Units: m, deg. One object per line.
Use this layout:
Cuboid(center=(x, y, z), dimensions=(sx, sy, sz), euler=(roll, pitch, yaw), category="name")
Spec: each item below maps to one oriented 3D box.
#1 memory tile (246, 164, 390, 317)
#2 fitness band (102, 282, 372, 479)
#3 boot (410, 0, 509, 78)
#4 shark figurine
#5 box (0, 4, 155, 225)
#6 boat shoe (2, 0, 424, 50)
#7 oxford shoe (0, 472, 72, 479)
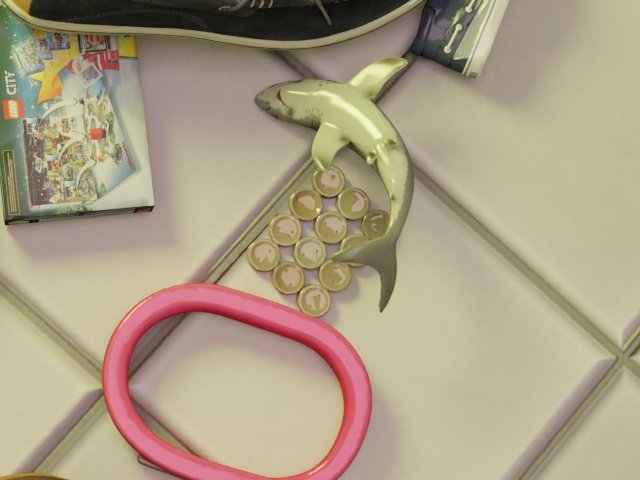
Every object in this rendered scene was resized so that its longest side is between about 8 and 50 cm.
Cuboid(center=(0.000, 0.000, 1.913), dimensions=(0.113, 0.012, 0.148), euler=(41, 78, -1), category="memory tile")
Cuboid(center=(-0.088, 0.161, 1.855), dimensions=(0.291, 0.054, 0.209), euler=(19, 79, -7), category="fitness band")
Cuboid(center=(0.169, -0.281, 1.953), dimensions=(0.086, 0.069, 0.190), euler=(21, 80, 0), category="boot")
Cuboid(center=(0.060, -0.076, 1.880), dimensions=(0.166, 0.116, 0.278), euler=(-28, 62, 4), category="shark figurine")
Cuboid(center=(-0.269, -0.140, 1.873), dimensions=(0.159, 0.044, 0.233), euler=(-5, 83, -10), category="box")
Cuboid(center=(-0.089, -0.309, 1.847), dimensions=(0.500, 0.156, 0.187), euler=(-3, 67, -18), category="boat shoe")
Cuboid(center=(-0.261, 0.284, 1.784), dimensions=(0.271, 0.098, 0.097), euler=(2, 81, -9), category="oxford shoe")
